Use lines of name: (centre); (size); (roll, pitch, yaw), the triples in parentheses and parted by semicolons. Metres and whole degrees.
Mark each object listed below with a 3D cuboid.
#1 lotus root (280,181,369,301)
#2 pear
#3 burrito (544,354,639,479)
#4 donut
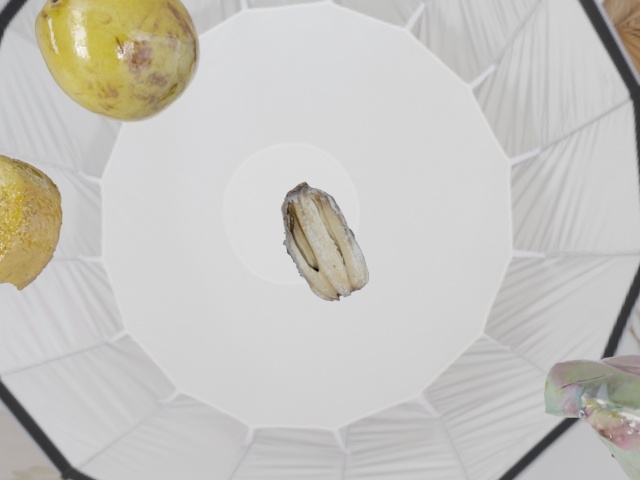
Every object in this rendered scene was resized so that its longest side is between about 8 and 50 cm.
lotus root: (0.000, -0.001, 1.328); (0.167, 0.329, 0.078); (-21, -149, 1)
pear: (-0.362, -0.353, 1.011); (0.280, 0.281, 0.281); (7, -174, -1)
burrito: (0.235, 0.140, 0.377); (0.144, 0.089, 0.229); (51, -171, 34)
donut: (-0.221, -0.016, 0.346); (0.108, 0.097, 0.043); (-7, 163, -5)
